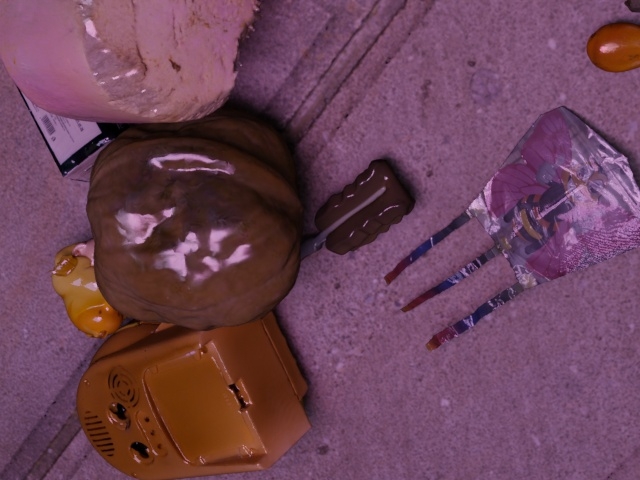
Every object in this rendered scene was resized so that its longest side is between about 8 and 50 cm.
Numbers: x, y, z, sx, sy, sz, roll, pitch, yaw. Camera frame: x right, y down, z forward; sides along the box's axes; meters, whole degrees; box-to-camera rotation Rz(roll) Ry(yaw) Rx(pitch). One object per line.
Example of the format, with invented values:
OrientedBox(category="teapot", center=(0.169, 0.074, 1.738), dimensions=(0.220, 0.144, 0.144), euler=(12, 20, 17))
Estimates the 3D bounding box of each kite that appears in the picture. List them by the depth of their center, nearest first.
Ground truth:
OrientedBox(category="kite", center=(0.240, 0.003, 1.524), dimensions=(0.360, 0.022, 0.204), euler=(-41, 76, 25))

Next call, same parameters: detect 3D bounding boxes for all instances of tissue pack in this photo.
OrientedBox(category="tissue pack", center=(-0.328, -0.175, 1.606), dimensions=(0.103, 0.090, 0.170), euler=(-33, 78, 20))

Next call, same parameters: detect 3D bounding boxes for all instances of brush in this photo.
OrientedBox(category="brush", center=(0.000, 0.000, 1.608), dimensions=(0.301, 0.071, 0.084), euler=(-37, 79, 33))

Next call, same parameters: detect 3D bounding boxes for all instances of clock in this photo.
OrientedBox(category="clock", center=(-0.194, 0.213, 1.676), dimensions=(0.317, 0.200, 0.244), euler=(-17, 100, 30))

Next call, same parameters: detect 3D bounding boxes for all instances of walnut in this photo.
OrientedBox(category="walnut", center=(-0.158, -0.026, 1.516), dimensions=(0.277, 0.282, 0.253), euler=(-6, 113, 8))

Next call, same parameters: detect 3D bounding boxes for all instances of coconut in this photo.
OrientedBox(category="coconut", center=(-0.239, -0.283, 1.441), dimensions=(0.309, 0.297, 0.297), euler=(15, 117, 49))

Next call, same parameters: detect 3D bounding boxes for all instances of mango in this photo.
OrientedBox(category="mango", center=(0.360, -0.227, 1.421), dimensions=(0.089, 0.046, 0.060), euler=(5, 112, 2))

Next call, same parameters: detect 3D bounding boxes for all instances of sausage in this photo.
OrientedBox(category="sausage", center=(0.316, -0.007, 1.513), dimensions=(0.158, 0.036, 0.042), euler=(-43, 58, 25))

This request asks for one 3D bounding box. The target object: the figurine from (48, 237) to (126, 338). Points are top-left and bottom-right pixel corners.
OrientedBox(category="figurine", center=(-0.295, 0.019, 1.674), dimensions=(0.156, 0.131, 0.246), euler=(15, 100, -31))

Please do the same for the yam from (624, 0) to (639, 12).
OrientedBox(category="yam", center=(0.434, -0.296, 1.356), dimensions=(0.179, 0.078, 0.078), euler=(0, 108, 17))
